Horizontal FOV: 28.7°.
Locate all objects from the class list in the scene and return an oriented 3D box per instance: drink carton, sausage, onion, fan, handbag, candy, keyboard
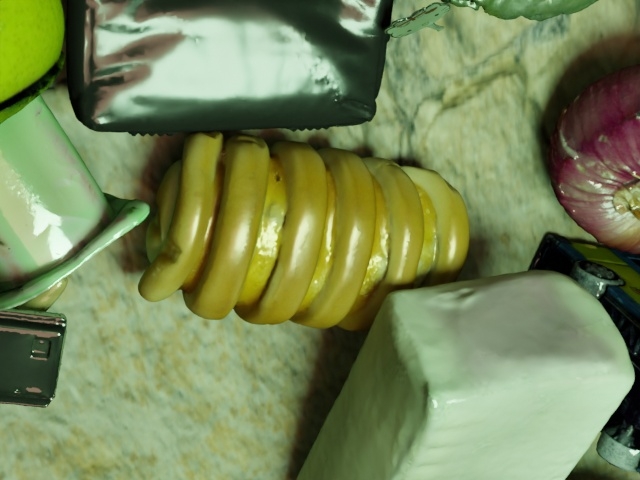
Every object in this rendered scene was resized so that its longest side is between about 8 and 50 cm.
[{"bbox_3d":[-0.247,-0.044,0.996,0.144,0.146,0.142,-39,114,-19],"label":"drink carton"},{"bbox_3d":[-0.273,0.077,1.114,0.132,0.024,0.024,-46,123,5],"label":"sausage"},{"bbox_3d":[0.334,-0.094,1.205,0.230,0.163,0.230,9,151,5],"label":"onion"},{"bbox_3d":[0.087,-0.183,1.054,0.056,0.004,0.083,-27,170,22],"label":"fan"},{"bbox_3d":[-0.069,-0.207,1.016,0.275,0.088,0.244,-2,116,-19],"label":"handbag"},{"bbox_3d":[0.119,0.189,1.190,0.208,0.145,0.358,-3,138,-24],"label":"candy"},{"bbox_3d":[-0.338,0.090,1.075,0.230,0.025,0.093,8,109,-16],"label":"keyboard"}]

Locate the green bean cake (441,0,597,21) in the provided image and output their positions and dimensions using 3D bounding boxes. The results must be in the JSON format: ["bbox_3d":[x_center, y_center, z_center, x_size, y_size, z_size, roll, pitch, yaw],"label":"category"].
[{"bbox_3d":[0.182,-0.308,1.049,0.222,0.125,0.227,-10,124,-16],"label":"green bean cake"}]

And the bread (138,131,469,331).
[{"bbox_3d":[0.000,0.000,1.129,0.311,0.121,0.173,6,113,-27],"label":"bread"}]

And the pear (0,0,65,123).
[{"bbox_3d":[-0.326,-0.199,0.872,0.292,0.159,0.292,-7,115,-16],"label":"pear"}]

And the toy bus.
[{"bbox_3d":[0.324,0.115,1.219,0.175,0.287,0.138,8,112,-25],"label":"toy bus"}]
